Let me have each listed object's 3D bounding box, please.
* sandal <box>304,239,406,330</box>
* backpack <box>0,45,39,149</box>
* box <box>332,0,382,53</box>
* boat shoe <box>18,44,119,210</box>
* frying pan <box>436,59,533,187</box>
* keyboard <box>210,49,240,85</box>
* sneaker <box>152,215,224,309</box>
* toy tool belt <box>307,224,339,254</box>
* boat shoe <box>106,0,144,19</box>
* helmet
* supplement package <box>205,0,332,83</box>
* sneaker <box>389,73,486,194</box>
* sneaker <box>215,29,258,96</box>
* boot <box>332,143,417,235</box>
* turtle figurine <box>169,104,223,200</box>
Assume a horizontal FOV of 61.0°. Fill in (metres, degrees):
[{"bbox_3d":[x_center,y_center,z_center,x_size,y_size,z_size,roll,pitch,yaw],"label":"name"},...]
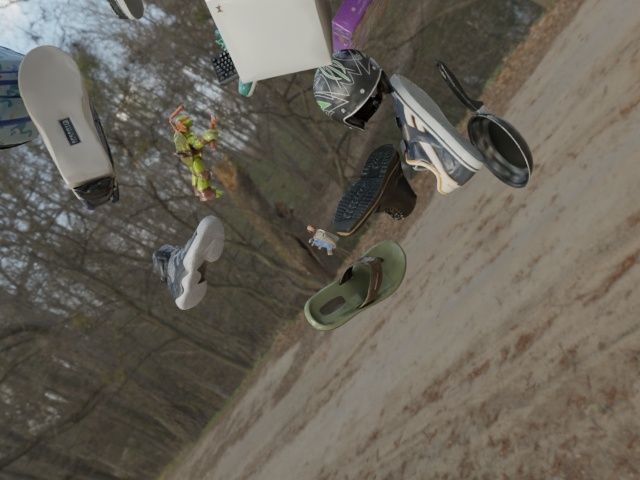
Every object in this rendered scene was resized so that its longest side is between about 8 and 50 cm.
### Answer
[{"bbox_3d":[0.094,0.101,1.264,0.302,0.120,0.086,-37,-23,-26],"label":"sandal"},{"bbox_3d":[-0.751,-0.291,1.112,0.355,0.290,0.274,5,-77,-63],"label":"backpack"},{"bbox_3d":[0.105,-0.564,1.353,0.201,0.057,0.293,-58,-1,3],"label":"box"},{"bbox_3d":[-0.515,-0.220,1.125,0.127,0.341,0.158,-19,-13,-18],"label":"boat shoe"},{"bbox_3d":[0.367,-0.255,1.232,0.053,0.326,0.197,-36,-11,-5],"label":"frying pan"},{"bbox_3d":[-0.165,-0.433,1.222,0.180,0.108,0.023,-25,-19,12],"label":"keyboard"},{"bbox_3d":[-0.342,0.033,1.370,0.101,0.153,0.269,-14,-47,-53],"label":"sneaker"},{"bbox_3d":[0.000,0.000,1.320,0.051,0.083,0.052,-68,15,-1],"label":"toy tool belt"},{"bbox_3d":[-0.678,-0.836,1.718,0.306,0.104,0.113,61,-142,-61],"label":"boat shoe"},{"bbox_3d":[0.064,-0.330,1.174,0.161,0.169,0.170,24,-85,-56],"label":"helmet"},{"bbox_3d":[-0.081,-0.459,0.990,0.175,0.177,0.293,67,-161,-51],"label":"supplement package"},{"bbox_3d":[0.233,-0.247,1.260,0.126,0.321,0.127,0,-41,-46],"label":"sneaker"},{"bbox_3d":[-0.218,-0.513,1.409,0.107,0.109,0.276,-157,58,-63],"label":"sneaker"},{"bbox_3d":[0.113,-0.057,0.985,0.076,0.137,0.198,12,59,45],"label":"boot"},{"bbox_3d":[-0.296,-0.205,1.288,0.087,0.218,0.269,-28,25,-31],"label":"turtle figurine"}]
